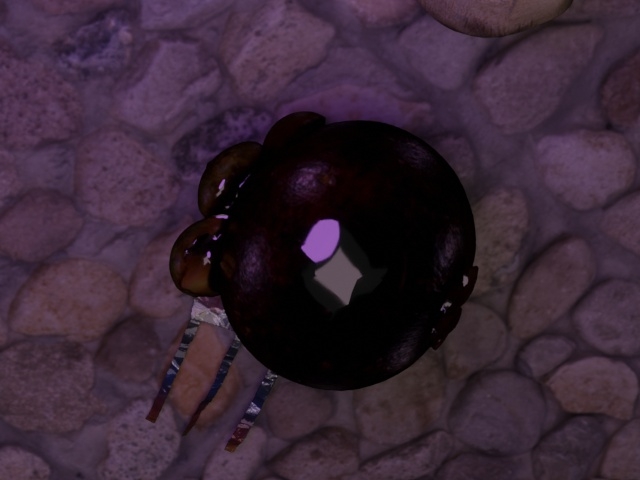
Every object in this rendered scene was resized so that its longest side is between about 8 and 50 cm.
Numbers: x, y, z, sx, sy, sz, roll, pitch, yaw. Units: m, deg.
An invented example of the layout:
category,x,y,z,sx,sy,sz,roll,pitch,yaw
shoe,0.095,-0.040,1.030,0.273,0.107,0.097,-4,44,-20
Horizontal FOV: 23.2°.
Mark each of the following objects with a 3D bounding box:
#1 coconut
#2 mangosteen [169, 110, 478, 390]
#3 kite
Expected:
category,x,y,z,sx,sy,sz,roll,pitch,yaw
coconut,0.177,-0.308,1.623,0.224,0.224,0.224,-2,116,-3
mangosteen,0.000,0.000,1.715,0.347,0.307,0.306,28,114,17
kite,-0.087,0.101,1.895,0.204,0.022,0.360,19,112,-12
